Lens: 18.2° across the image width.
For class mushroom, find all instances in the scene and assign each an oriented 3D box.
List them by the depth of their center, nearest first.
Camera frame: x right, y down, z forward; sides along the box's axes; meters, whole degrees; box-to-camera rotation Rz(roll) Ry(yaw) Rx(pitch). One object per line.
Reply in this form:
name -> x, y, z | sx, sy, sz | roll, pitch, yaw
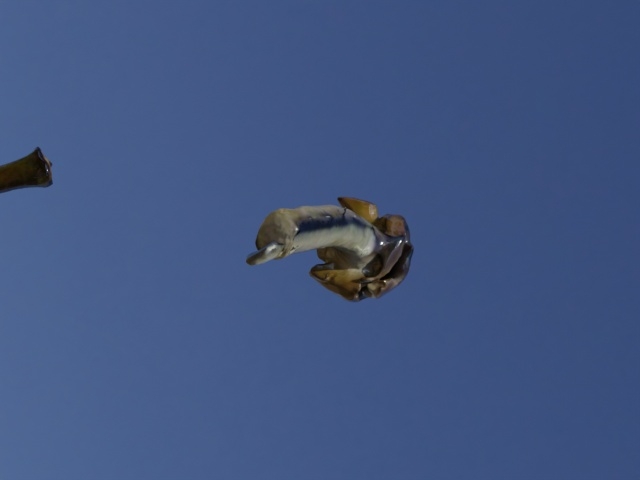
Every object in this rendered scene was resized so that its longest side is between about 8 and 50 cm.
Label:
mushroom -> 0.000, 0.000, 1.144 | 0.061, 0.187, 0.060 | 24, -86, 23

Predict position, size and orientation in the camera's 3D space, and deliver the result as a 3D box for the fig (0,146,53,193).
fig -> -0.285, 0.020, 1.242 | 0.170, 0.274, 0.145 | 51, 14, -38
